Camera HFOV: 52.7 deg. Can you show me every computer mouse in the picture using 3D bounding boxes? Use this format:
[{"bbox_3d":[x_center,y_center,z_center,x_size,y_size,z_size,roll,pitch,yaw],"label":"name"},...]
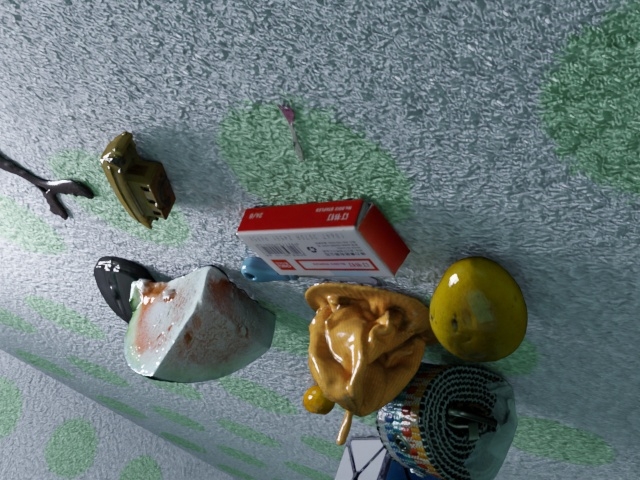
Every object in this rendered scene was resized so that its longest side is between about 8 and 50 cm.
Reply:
[{"bbox_3d":[-0.407,0.137,1.427,0.137,0.087,0.270,8,148,24],"label":"computer mouse"}]

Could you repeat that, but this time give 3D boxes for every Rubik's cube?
[{"bbox_3d":[0.198,0.725,1.843,0.259,0.260,0.254,35,152,-18],"label":"Rubik's cube"}]

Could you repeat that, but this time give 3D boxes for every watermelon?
[{"bbox_3d":[-0.254,0.147,1.205,0.319,0.289,0.214,21,117,10],"label":"watermelon"}]

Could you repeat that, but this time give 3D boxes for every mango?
[{"bbox_3d":[0.214,0.095,0.889,0.137,0.098,0.195,11,146,28],"label":"mango"}]

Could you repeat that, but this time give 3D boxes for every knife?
[{"bbox_3d":[-0.025,0.051,1.061,0.244,0.032,0.058,1,141,27],"label":"knife"}]

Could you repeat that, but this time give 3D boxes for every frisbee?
[{"bbox_3d":[-0.494,-0.085,1.174,0.210,0.012,0.187,17,153,7],"label":"frisbee"}]

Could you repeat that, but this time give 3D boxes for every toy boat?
[{"bbox_3d":[-0.267,-0.086,0.962,0.077,0.057,0.201,11,150,11],"label":"toy boat"}]

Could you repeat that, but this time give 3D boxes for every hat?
[{"bbox_3d":[0.068,0.224,1.057,0.233,0.233,0.244,-10,141,42],"label":"hat"}]

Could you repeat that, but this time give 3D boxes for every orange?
[{"bbox_3d":[-0.003,0.395,1.603,0.083,0.070,0.083,11,160,4],"label":"orange"}]

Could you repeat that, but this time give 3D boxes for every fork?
[{"bbox_3d":[-0.032,-0.128,0.766,0.016,0.012,0.115,16,157,20],"label":"fork"}]

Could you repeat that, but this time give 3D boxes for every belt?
[{"bbox_3d":[0.228,0.323,1.146,0.257,0.207,0.150,24,162,-33],"label":"belt"}]

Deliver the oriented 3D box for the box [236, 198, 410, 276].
[{"bbox_3d":[0.000,0.000,0.925,0.229,0.050,0.123,-2,145,38],"label":"box"}]
